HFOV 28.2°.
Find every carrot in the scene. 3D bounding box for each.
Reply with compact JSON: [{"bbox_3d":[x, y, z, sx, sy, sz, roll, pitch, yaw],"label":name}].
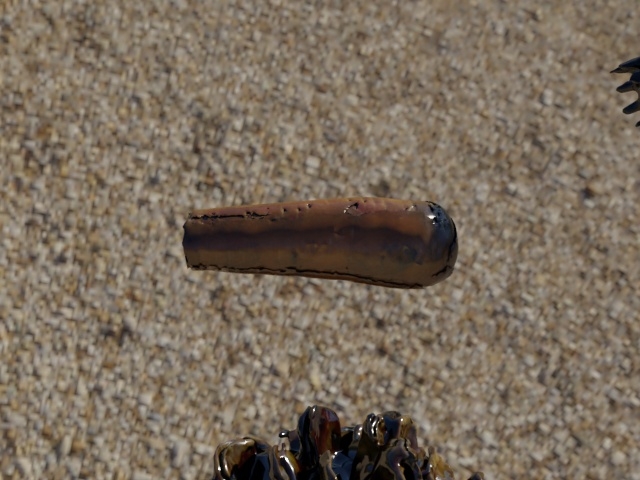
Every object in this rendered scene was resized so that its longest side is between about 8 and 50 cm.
[{"bbox_3d":[0.000,0.000,0.749,0.161,0.055,0.055,3,45,-5],"label":"carrot"}]

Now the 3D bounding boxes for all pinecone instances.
[{"bbox_3d":[0.013,0.242,1.020,0.243,0.257,0.243,35,12,-9],"label":"pinecone"}]

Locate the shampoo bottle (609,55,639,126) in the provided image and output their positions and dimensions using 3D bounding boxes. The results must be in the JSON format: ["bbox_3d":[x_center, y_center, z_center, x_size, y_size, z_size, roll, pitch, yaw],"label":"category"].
[{"bbox_3d":[0.274,-0.121,0.798,0.183,0.087,0.050,-21,51,-4],"label":"shampoo bottle"}]
